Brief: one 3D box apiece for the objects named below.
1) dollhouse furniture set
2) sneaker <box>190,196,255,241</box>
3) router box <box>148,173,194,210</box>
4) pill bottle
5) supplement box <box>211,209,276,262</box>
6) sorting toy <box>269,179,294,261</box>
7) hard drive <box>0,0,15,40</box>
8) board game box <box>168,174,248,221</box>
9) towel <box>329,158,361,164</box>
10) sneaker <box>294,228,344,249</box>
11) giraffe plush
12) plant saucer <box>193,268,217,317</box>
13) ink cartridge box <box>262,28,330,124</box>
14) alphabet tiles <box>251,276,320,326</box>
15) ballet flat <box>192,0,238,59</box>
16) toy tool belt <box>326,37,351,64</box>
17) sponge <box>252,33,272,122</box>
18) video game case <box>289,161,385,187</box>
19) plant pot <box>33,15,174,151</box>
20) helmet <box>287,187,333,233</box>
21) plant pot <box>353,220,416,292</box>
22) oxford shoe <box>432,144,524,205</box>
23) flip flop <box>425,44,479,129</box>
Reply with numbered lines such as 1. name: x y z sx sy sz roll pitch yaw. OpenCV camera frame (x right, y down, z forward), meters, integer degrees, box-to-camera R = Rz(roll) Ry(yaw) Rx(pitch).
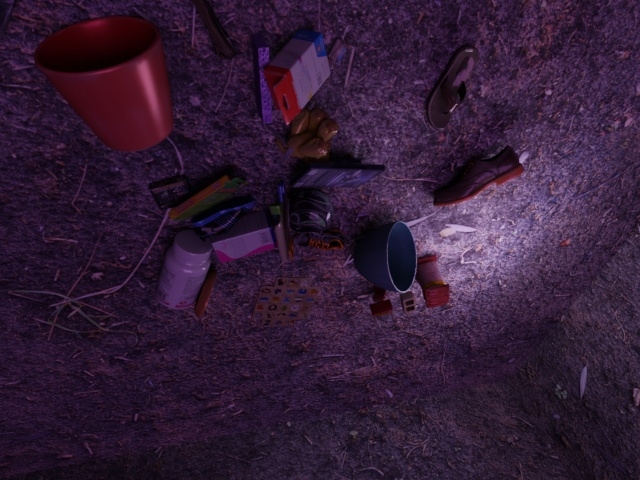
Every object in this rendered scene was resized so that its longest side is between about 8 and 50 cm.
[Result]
1. dollhouse furniture set: 0.404 0.227 1.923 0.375 0.201 0.152 -16 135 3
2. sneaker: -0.332 -0.077 1.425 0.233 0.081 0.090 -24 125 -13
3. router box: -0.491 -0.159 1.344 0.123 0.038 0.092 -17 135 -5
4. pill bottle: -0.503 0.108 1.500 0.161 0.160 0.282 11 127 -28
5. supplement box: -0.284 -0.015 1.501 0.220 0.113 0.111 -16 135 -7
6. sorting toy: -0.144 -0.049 1.475 0.047 0.195 0.347 -1 134 6
7. hard drive: -0.735 -0.585 0.853 0.172 0.054 0.254 19 122 -33
8. board game box: -0.372 -0.143 1.358 0.260 0.039 0.124 -28 175 9
9. towel: 0.087 -0.265 1.463 0.120 0.029 0.067 -3 132 -16
10. sneaker: 0.000 0.000 1.639 0.215 0.083 0.084 -4 133 -15
11. giraffe plush: -0.020 -0.302 1.316 0.210 0.181 0.171 -47 151 10
12. plant saucer: -0.453 0.204 1.585 0.037 0.199 0.199 19 123 -15
13. ink cartridge box: -0.072 -0.444 1.104 0.230 0.078 0.134 -56 153 -21
14. alphabet tiles: -0.164 0.293 1.899 0.286 0.011 0.342 4 130 -22
15. ballet flat: -0.296 -0.565 1.019 0.058 0.084 0.249 -30 140 6
16. toy tool belt: 0.050 -0.541 1.181 0.051 0.052 0.083 19 123 -23
17. sponge: -0.164 -0.452 1.138 0.031 0.117 0.209 -10 134 -13
18. video game case: 0.055 -0.222 1.398 0.275 0.026 0.196 -4 171 -25
19. plant pot: -0.500 -0.376 1.008 0.275 0.274 0.243 -13 144 -8
20. helmet: -0.033 -0.108 1.473 0.162 0.169 0.169 0 133 2
21. plant pot: 0.256 0.070 1.696 0.196 0.289 0.290 -4 146 36
22. oxford shoe: 0.610 -0.253 1.628 0.364 0.130 0.132 -27 102 14
23. flip flop: 0.444 -0.497 1.343 0.113 0.080 0.276 6 129 -24
